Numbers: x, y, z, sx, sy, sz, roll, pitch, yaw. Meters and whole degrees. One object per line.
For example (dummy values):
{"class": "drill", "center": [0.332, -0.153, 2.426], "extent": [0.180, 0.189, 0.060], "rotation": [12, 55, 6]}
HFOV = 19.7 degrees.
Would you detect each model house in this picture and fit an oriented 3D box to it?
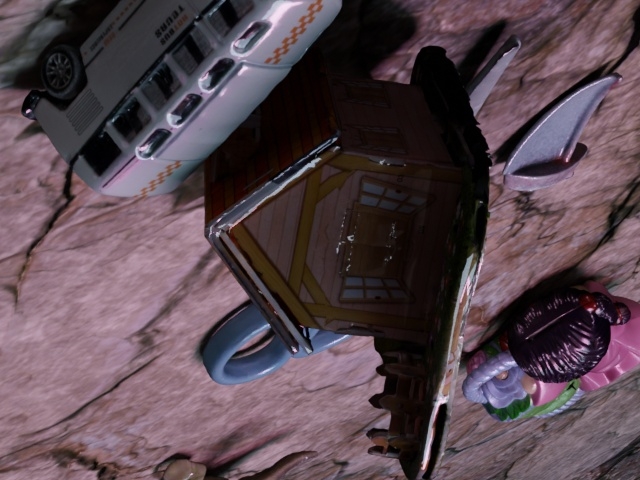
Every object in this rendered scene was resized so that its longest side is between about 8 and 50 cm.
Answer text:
{"class": "model house", "center": [0.000, 0.000, 1.107], "extent": [0.154, 0.294, 0.207], "rotation": [8, 110, -6]}

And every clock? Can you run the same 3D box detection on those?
{"class": "clock", "center": [0.244, 0.120, 1.955], "extent": [0.194, 0.100, 0.195], "rotation": [-36, 159, 17]}

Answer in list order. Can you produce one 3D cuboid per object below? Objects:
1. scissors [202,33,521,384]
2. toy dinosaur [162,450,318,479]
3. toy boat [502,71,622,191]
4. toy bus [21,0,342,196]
{"class": "scissors", "center": [0.048, -0.018, 1.438], "extent": [0.192, 0.029, 0.447], "rotation": [-17, 156, -35]}
{"class": "toy dinosaur", "center": [-0.137, 0.268, 1.795], "extent": [0.294, 0.077, 0.162], "rotation": [-15, 163, -3]}
{"class": "toy boat", "center": [0.194, -0.094, 1.485], "extent": [0.096, 0.034, 0.122], "rotation": [-19, 148, -32]}
{"class": "toy bus", "center": [-0.067, -0.104, 0.980], "extent": [0.194, 0.089, 0.087], "rotation": [-44, 157, 29]}
